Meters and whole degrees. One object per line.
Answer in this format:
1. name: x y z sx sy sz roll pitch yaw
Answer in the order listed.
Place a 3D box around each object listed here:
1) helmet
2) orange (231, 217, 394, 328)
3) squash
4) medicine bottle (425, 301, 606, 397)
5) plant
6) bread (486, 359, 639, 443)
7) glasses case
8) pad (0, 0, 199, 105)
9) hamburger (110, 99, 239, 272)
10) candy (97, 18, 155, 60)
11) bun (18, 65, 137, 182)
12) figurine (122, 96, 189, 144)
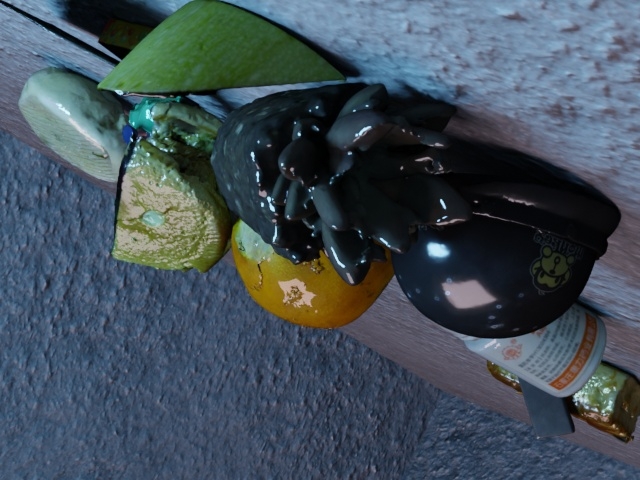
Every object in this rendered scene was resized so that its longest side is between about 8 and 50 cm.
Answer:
1. helmet: 0.193 0.028 1.414 0.230 0.161 0.279 21 168 -27
2. orange: 0.000 0.000 1.728 0.240 0.240 0.240 27 172 4
3. squash: -0.127 -0.172 1.364 0.204 0.155 0.237 35 168 -33
4. medicine bottle: 0.284 0.119 1.873 0.252 0.145 0.144 27 172 -16
5. plant: 0.021 -0.072 1.349 0.320 0.194 0.182 23 138 59
6. bread: 0.451 0.264 2.359 0.274 0.114 0.185 24 171 33
7. glasses case: 0.390 0.254 2.254 0.072 0.191 0.042 -17 180 29
8. pad: -0.293 -0.242 1.584 0.247 0.007 0.367 28 -176 6
9. hamburger: -0.184 -0.059 1.790 0.192 0.168 0.288 14 140 -4
10. candy: -0.219 -0.241 1.601 0.122 0.038 0.062 20 170 42
11. bun: -0.396 -0.203 2.136 0.210 0.116 0.237 13 147 46
12. figurine: -0.219 -0.158 1.924 0.111 0.102 0.195 -9 159 10
